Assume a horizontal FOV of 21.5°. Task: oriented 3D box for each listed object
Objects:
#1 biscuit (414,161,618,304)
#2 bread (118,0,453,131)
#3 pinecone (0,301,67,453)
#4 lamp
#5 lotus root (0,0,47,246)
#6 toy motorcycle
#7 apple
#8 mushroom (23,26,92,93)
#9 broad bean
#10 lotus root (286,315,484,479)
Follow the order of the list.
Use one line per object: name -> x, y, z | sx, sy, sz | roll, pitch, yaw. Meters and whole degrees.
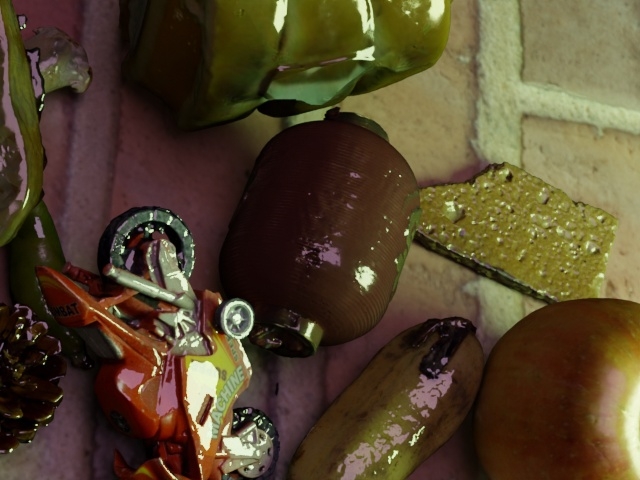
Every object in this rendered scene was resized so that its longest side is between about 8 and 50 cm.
biscuit -> 0.199, -0.016, 1.778 | 0.237, 0.026, 0.131 | 25, 61, -11
bread -> -0.010, -0.226, 1.608 | 0.341, 0.300, 0.210 | -8, 64, -27
pinecone -> -0.287, 0.113, 1.466 | 0.140, 0.121, 0.140 | 20, 46, -22
lamp -> 0.000, 0.000, 1.612 | 0.180, 0.180, 0.258 | 26, 64, -12
lotus root -> -0.412, -0.127, 1.441 | 0.390, 0.111, 0.375 | 34, 84, -2
toy motorcycle -> -0.137, 0.119, 1.509 | 0.171, 0.089, 0.298 | -33, 109, -27
apple -> 0.265, 0.175, 1.620 | 0.242, 0.241, 0.242 | 2, 86, -23
mushroom -> -0.319, -0.149, 1.572 | 0.225, 0.093, 0.116 | -16, 59, -23
broad bean -> -0.262, 0.025, 1.553 | 0.070, 0.048, 0.214 | -26, 81, -29
lotus root -> 0.064, 0.172, 1.605 | 0.258, 0.110, 0.097 | -43, 131, -24
